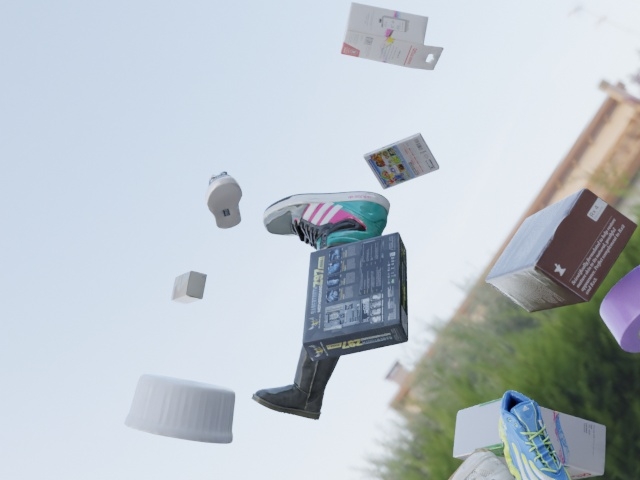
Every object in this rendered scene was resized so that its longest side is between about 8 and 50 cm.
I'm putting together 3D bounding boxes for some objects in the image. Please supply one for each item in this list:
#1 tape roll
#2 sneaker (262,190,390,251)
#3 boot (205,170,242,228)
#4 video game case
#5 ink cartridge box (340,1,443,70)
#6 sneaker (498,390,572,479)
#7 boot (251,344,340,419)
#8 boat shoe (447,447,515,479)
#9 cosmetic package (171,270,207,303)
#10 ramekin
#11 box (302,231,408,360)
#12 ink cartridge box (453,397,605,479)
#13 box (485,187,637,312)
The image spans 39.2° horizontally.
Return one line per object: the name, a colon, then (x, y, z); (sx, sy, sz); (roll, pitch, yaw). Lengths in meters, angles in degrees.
tape roll: (0.757, 0.130, 1.966); (0.274, 0.090, 0.275); (-17, -37, -13)
sneaker: (0.000, 0.000, 1.931); (0.124, 0.295, 0.179); (56, -144, -47)
boot: (-0.184, -0.095, 1.644); (0.069, 0.086, 0.190); (-13, -21, -11)
video game case: (0.155, -0.151, 1.721); (0.087, 0.122, 0.011); (55, -151, -30)
ink cartridge box: (0.147, -0.410, 1.817); (0.115, 0.198, 0.067); (111, 170, -76)
sneaker: (0.347, 0.346, 1.490); (0.091, 0.240, 0.126); (-21, -56, -1)
boot: (-0.044, 0.283, 2.009); (0.189, 0.076, 0.209); (17, -88, -31)
boat shoe: (0.240, 0.504, 1.609); (0.277, 0.096, 0.098); (-52, -42, 2)
cosmetic package: (-0.297, 0.106, 2.021); (0.115, 0.041, 0.060); (-23, 55, 61)
ramekin: (-0.347, 0.423, 2.275); (0.277, 0.277, 0.135); (32, -114, -67)
box: (0.066, 0.099, 1.636); (0.233, 0.183, 0.059); (-86, -23, -47)
ink cartridge box: (0.475, 0.458, 2.040); (0.201, 0.278, 0.117); (-38, 37, 58)
box: (0.497, 0.031, 1.903); (0.191, 0.143, 0.381); (-55, -3, -8)
